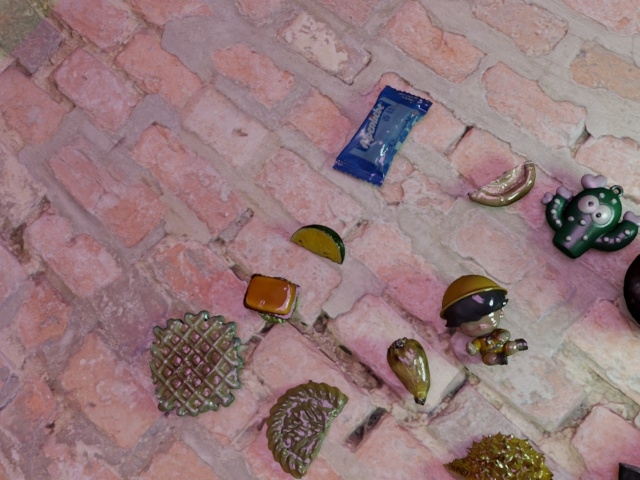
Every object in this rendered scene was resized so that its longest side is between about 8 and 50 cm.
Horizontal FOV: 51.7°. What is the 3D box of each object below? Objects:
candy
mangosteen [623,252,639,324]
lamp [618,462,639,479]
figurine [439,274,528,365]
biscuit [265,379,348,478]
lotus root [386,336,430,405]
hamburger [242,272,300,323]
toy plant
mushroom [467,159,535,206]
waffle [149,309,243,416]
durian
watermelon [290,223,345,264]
[{"bbox_3d":[0.194,-0.331,2.071,0.187,0.077,0.331,28,79,25],"label":"candy"},{"bbox_3d":[0.917,0.117,1.674,0.288,0.288,0.288,-3,72,10],"label":"mangosteen"},{"bbox_3d":[0.772,0.677,1.612,0.172,0.147,0.227,14,83,28],"label":"lamp"},{"bbox_3d":[0.436,0.217,1.804,0.192,0.167,0.256,-24,93,-1],"label":"figurine"},{"bbox_3d":[-0.060,0.515,1.868,0.187,0.036,0.273,25,79,17],"label":"biscuit"},{"bbox_3d":[0.253,0.363,1.831,0.108,0.094,0.190,-28,77,26],"label":"lotus root"},{"bbox_3d":[-0.146,0.174,1.967,0.166,0.087,0.137,15,77,17],"label":"hamburger"},{"bbox_3d":[0.757,-0.066,1.853,0.243,0.112,0.232,-24,74,9],"label":"toy plant"},{"bbox_3d":[0.545,-0.152,1.943,0.210,0.072,0.094,-32,68,4],"label":"mushroom"},{"bbox_3d":[-0.370,0.365,1.967,0.292,0.056,0.309,-10,72,8],"label":"waffle"},{"bbox_3d":[0.499,0.604,1.704,0.305,0.185,0.195,34,58,27],"label":"durian"},{"bbox_3d":[0.000,-0.005,2.002,0.181,0.075,0.092,27,83,16],"label":"watermelon"}]
